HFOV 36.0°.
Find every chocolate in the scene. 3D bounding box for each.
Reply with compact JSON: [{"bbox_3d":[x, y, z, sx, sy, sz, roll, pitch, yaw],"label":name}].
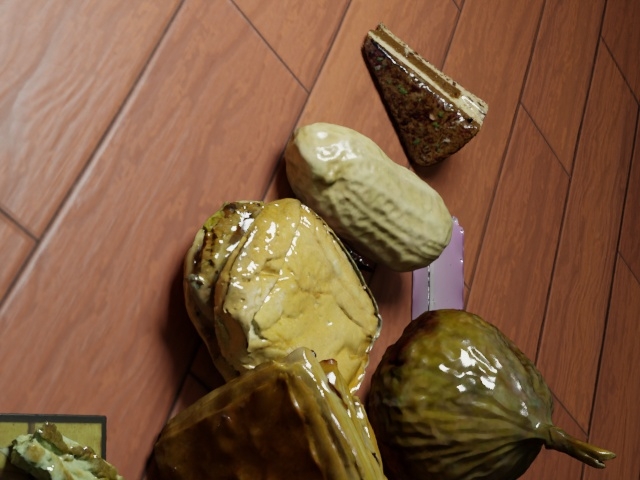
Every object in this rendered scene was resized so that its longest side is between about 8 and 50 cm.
[{"bbox_3d":[0.000,0.000,1.389,0.182,0.086,0.028,41,72,-40],"label":"chocolate"}]

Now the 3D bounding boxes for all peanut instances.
[{"bbox_3d":[0.067,-0.064,1.439,0.313,0.152,0.152,31,57,-36],"label":"peanut"}]

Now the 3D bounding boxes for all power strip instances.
[{"bbox_3d":[0.197,0.088,1.638,0.109,0.037,0.279,23,63,-45],"label":"power strip"}]

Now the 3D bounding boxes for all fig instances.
[{"bbox_3d":[0.262,0.252,1.403,0.286,0.368,0.286,-8,101,-46],"label":"fig"}]

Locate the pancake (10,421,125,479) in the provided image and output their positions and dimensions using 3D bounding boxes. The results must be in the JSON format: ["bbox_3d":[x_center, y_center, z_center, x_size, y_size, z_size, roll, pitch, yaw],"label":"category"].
[{"bbox_3d":[-0.235,0.365,0.995,0.197,0.054,0.377,-13,89,-54],"label":"pancake"}]

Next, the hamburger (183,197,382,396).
[{"bbox_3d":[-0.054,0.082,1.247,0.259,0.144,0.283,-46,120,-42],"label":"hamburger"}]

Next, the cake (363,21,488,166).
[{"bbox_3d":[0.149,-0.236,1.670,0.246,0.135,0.112,37,33,-2],"label":"cake"}]

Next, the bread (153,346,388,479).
[{"bbox_3d":[-0.021,0.307,1.098,0.167,0.277,0.325,3,59,-57],"label":"bread"}]

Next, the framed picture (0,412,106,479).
[{"bbox_3d":[-0.339,0.290,0.930,0.338,0.014,0.255,14,69,-49],"label":"framed picture"}]
